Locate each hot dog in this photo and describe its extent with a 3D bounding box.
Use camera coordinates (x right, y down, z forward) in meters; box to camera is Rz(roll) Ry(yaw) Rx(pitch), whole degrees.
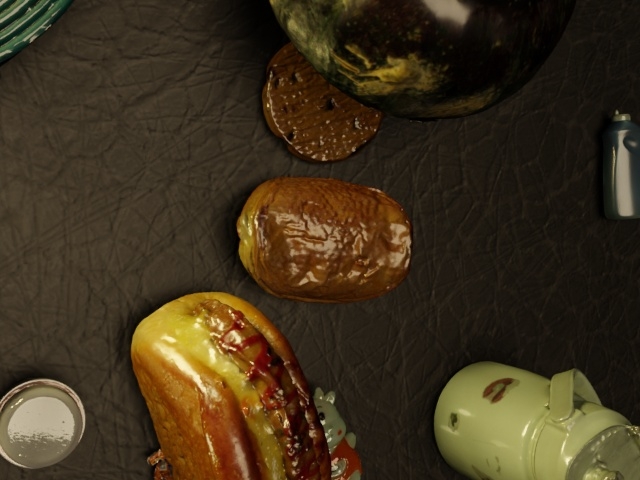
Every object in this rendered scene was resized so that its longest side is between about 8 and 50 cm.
[{"bbox_3d":[-0.104,0.269,1.108,0.185,0.223,0.404,-23,99,-35],"label":"hot dog"},{"bbox_3d":[0.000,0.000,1.223,0.273,0.122,0.195,2,89,-21],"label":"hot dog"}]

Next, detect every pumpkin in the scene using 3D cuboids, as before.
[{"bbox_3d":[0.139,-0.376,1.131,0.455,0.344,0.454,12,49,-14],"label":"pumpkin"}]

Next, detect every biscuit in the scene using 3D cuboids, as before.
[{"bbox_3d":[0.008,-0.223,1.261,0.212,0.036,0.212,-1,92,-27],"label":"biscuit"}]

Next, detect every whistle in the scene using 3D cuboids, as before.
[{"bbox_3d":[0.006,0.340,1.251,0.102,0.106,0.253,-15,102,17],"label":"whistle"}]

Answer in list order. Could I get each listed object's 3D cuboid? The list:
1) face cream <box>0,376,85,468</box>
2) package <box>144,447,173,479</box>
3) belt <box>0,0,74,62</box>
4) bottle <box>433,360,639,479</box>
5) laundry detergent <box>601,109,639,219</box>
[{"bbox_3d":[-0.373,0.238,1.064,0.117,0.104,0.117,-1,91,-25],"label":"face cream"},{"bbox_3d":[-0.201,0.316,1.186,0.111,0.033,0.077,-25,93,-27],"label":"package"},{"bbox_3d":[-0.453,-0.356,0.966,0.300,0.173,0.436,46,74,-22],"label":"belt"},{"bbox_3d":[0.361,0.312,1.276,0.229,0.352,0.229,0,90,-25],"label":"bottle"},{"bbox_3d":[0.572,-0.143,1.517,0.097,0.061,0.206,-8,94,-16],"label":"laundry detergent"}]
